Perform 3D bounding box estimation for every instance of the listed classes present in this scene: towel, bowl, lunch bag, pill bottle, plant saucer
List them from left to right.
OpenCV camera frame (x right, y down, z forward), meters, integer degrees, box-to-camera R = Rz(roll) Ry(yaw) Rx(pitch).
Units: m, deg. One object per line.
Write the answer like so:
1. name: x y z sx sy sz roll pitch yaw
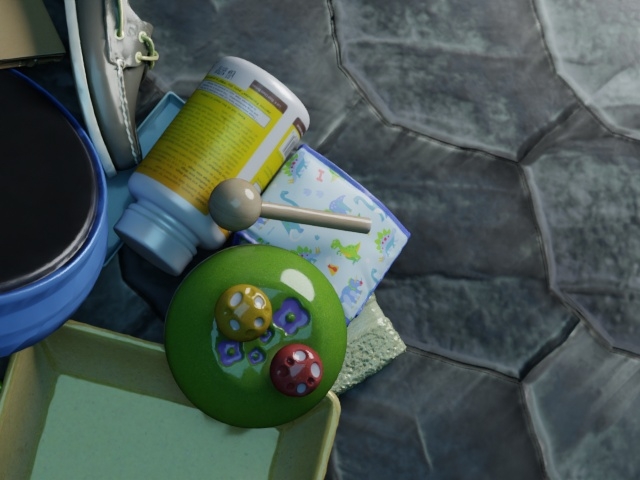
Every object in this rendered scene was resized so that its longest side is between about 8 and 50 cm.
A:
1. bowl: -0.387 -0.053 1.788 0.391 0.077 0.391 14 43 -13
2. plant saucer: -0.192 -0.063 1.958 0.067 0.018 0.192 39 77 0
3. plant saucer: -0.178 0.273 1.874 0.333 0.081 0.332 15 79 -4
4. pill bottle: -0.115 -0.073 1.906 0.117 0.117 0.215 36 79 -1
5. lunch bag: 0.000 0.000 1.928 0.151 0.096 0.129 35 70 1
6. towel: 0.006 0.109 1.952 0.148 0.027 0.110 -29 87 -11

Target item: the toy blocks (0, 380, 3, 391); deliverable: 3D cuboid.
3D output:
1. toy blocks: -0.395 0.150 1.877 0.148 0.054 0.123 31 79 -2

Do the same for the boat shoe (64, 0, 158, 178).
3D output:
1. boat shoe: -0.217 -0.216 1.933 0.091 0.109 0.305 -11 79 -5

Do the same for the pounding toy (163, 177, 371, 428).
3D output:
1. pounding toy: -0.047 0.069 1.810 0.183 0.110 0.237 15 88 -12

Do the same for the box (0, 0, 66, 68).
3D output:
1. box: -0.369 -0.257 1.904 0.164 0.021 0.201 -12 65 -35
